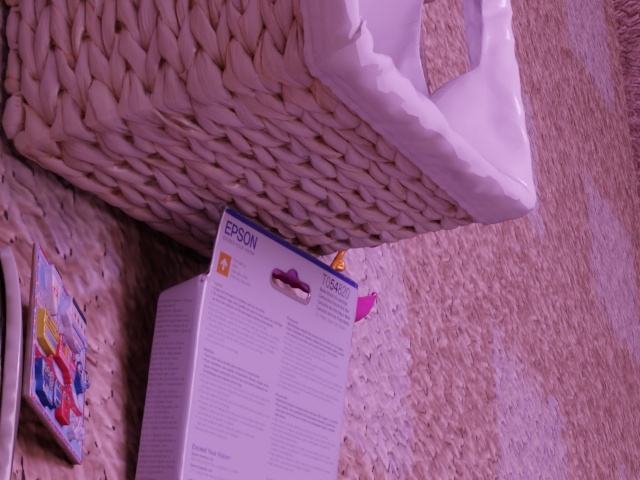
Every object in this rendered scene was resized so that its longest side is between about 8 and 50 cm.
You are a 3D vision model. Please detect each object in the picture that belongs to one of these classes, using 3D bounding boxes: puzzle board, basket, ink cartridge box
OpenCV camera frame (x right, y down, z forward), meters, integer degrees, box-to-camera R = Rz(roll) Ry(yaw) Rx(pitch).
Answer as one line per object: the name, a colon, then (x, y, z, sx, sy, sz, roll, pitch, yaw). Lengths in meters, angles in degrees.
puzzle board: (-0.157, 0.071, 0.880, 0.128, 0.011, 0.096, 81, 7, -63)
basket: (-0.028, -0.180, 1.047, 0.331, 0.266, 0.328, 31, 50, -57)
ink cartridge box: (-0.048, 0.111, 1.064, 0.223, 0.045, 0.224, 33, 61, -57)

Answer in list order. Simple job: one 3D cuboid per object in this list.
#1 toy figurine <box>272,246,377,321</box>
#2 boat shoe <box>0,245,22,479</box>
toy figurine: (0.000, 0.000, 1.227, 0.173, 0.130, 0.159, 35, 51, -25)
boat shoe: (-0.193, 0.107, 0.761, 0.081, 0.069, 0.227, 118, -29, -62)
